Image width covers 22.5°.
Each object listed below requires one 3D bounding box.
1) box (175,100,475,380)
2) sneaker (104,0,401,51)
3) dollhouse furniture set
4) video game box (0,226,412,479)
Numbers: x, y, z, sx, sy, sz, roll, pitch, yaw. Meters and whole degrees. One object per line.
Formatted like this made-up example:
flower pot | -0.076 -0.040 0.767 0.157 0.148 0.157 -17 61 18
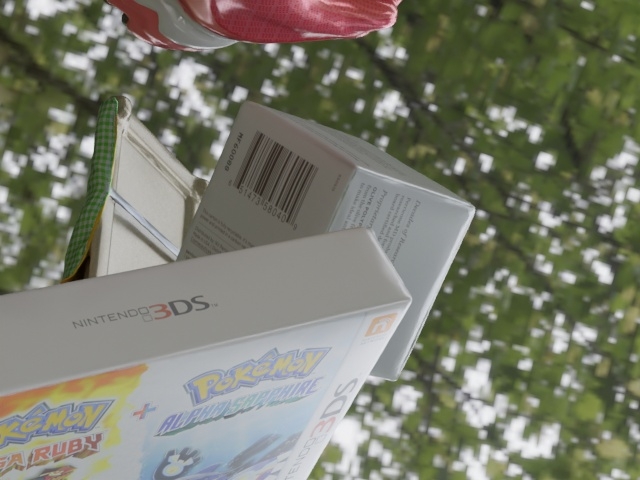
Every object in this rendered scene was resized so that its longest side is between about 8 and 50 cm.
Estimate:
box | 0.000 0.000 0.799 0.101 0.087 0.102 34 -75 47
sneaker | -0.051 -0.178 0.612 0.136 0.314 0.115 12 -110 29
dollhouse furniture set | -0.159 0.051 1.298 0.151 0.301 0.197 -12 -123 22
video game box | -0.084 0.083 0.643 0.048 0.205 0.187 56 -39 30
